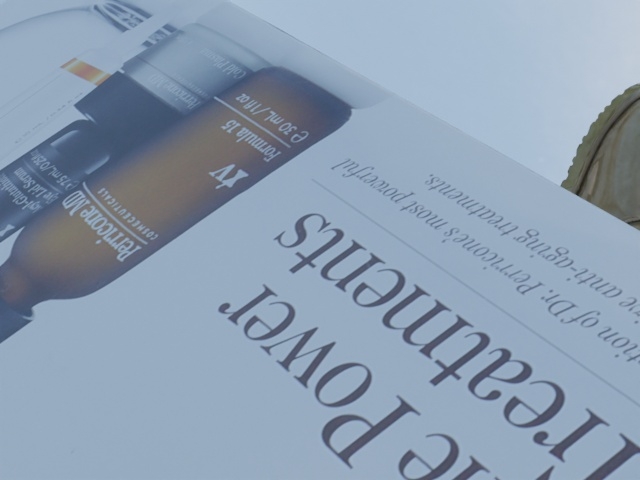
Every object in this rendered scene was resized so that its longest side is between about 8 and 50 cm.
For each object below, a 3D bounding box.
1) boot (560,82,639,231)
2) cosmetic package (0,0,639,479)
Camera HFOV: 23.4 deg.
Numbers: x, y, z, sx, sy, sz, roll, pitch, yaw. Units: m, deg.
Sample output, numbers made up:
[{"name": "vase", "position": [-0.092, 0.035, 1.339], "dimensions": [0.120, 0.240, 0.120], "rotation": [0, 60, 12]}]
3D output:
[{"name": "boot", "position": [0.330, 0.011, 1.354], "dimensions": [0.089, 0.269, 0.236], "rotation": [29, 92, -52]}, {"name": "cosmetic package", "position": [-0.077, 0.066, 0.430], "dimensions": [0.284, 0.377, 0.097], "rotation": [-38, 128, -13]}]
